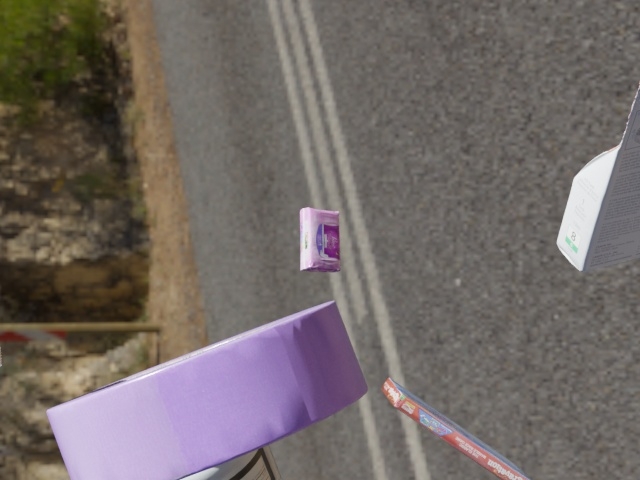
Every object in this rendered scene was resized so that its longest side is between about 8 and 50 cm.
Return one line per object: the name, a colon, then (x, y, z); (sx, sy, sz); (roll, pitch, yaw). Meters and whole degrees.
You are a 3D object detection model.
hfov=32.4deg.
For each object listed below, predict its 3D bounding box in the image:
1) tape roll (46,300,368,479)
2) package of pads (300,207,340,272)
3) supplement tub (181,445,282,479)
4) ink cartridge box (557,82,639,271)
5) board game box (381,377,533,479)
tape roll: (-0.100, 0.142, 0.993); (0.090, 0.275, 0.275); (70, 160, 2)
package of pads: (0.000, 0.000, 1.431); (0.032, 0.050, 0.083); (-23, 66, 57)
supplement tub: (-0.145, 0.317, 1.403); (0.191, 0.191, 0.272); (-134, 24, -65)
ink cartridge box: (0.329, -0.085, 1.035); (0.056, 0.181, 0.224); (-126, 31, -45)
board game box: (0.230, 0.326, 1.817); (0.027, 0.281, 0.145); (-55, 6, -1)
